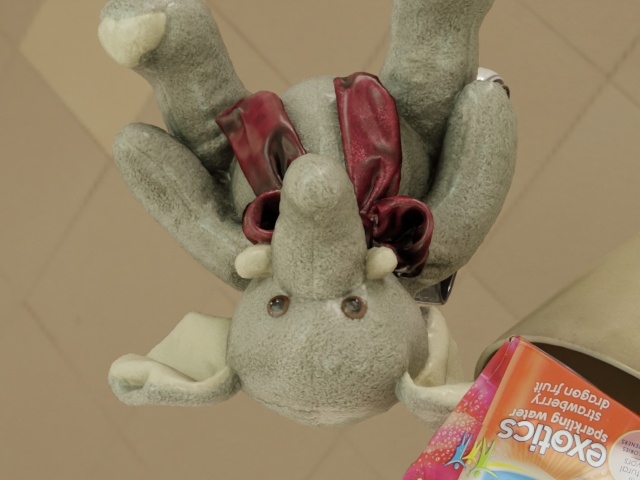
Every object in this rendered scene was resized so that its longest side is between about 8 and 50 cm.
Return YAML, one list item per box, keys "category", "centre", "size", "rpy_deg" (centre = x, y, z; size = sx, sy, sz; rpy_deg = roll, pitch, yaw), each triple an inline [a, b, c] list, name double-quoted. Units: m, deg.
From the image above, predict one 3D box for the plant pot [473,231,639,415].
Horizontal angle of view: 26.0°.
- category: "plant pot"
  centre: [0.282, 0.065, 0.881]
  size: [0.256, 0.256, 0.274]
  rpy_deg: [29, 63, 34]

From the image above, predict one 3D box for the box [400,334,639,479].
- category: "box"
  centre: [0.162, 0.173, 0.797]
  size: [0.128, 0.257, 0.123]
  rpy_deg: [36, 85, 36]

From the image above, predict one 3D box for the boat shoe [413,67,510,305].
- category: "boat shoe"
  centre: [0.123, -0.044, 1.190]
  size: [0.076, 0.080, 0.228]
  rpy_deg: [18, 66, 27]

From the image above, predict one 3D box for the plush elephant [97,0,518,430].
- category: "plush elephant"
  centre: [0.000, 0.000, 0.870]
  size: [0.272, 0.255, 0.330]
  rpy_deg: [-4, 119, 1]
